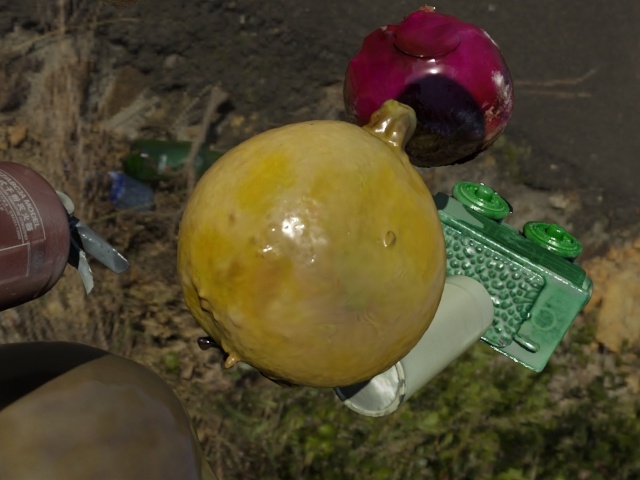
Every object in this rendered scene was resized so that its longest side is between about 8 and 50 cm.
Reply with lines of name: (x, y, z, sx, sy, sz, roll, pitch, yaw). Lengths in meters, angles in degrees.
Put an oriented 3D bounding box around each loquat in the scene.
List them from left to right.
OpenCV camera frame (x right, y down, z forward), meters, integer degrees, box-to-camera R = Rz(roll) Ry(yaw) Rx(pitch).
loquat: (0.000, 0.000, 0.615, 0.172, 0.149, 0.204, 28, 87, -17)

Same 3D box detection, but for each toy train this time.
toy train: (0.230, 0.032, 1.294, 0.145, 0.266, 0.202, -66, 170, 27)

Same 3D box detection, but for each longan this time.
longan: (-0.265, 0.286, 0.930, 0.336, 0.405, 0.404, -120, -153, -71)

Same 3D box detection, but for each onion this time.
onion: (0.106, -0.182, 0.995, 0.135, 0.173, 0.198, 77, 6, -62)

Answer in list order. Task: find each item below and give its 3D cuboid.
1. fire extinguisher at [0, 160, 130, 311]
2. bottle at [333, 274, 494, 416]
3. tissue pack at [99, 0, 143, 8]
fire extinguisher: (-0.222, 0.011, 0.560, 0.269, 0.105, 0.104, -22, 116, -64)
bottle: (0.087, 0.088, 0.866, 0.201, 0.072, 0.072, -23, 117, -57)
tissue pack: (-0.277, -0.329, 0.872, 0.344, 0.242, 0.125, 17, 85, -33)
